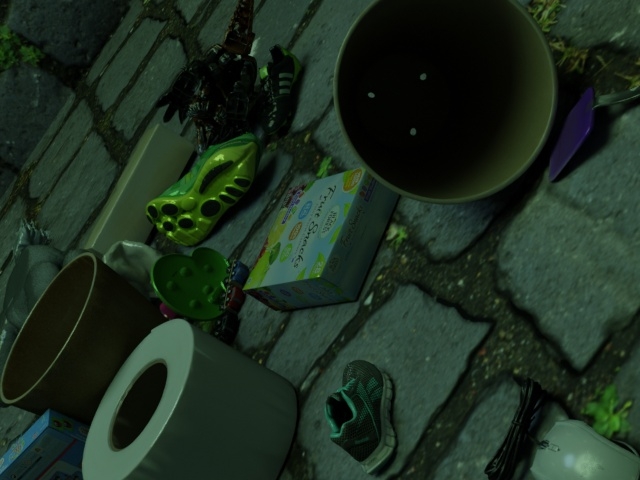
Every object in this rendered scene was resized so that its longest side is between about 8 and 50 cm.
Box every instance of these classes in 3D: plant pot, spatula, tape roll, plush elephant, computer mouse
[{"bbox_3d":[0.124,-0.177,1.649,0.256,0.256,0.274,-58,8,-1],"label":"plant pot"},{"bbox_3d":[0.341,-0.167,1.441,0.296,0.030,0.084,-37,28,38],"label":"spatula"},{"bbox_3d":[-0.168,0.245,1.741,0.246,0.169,0.246,-44,27,28],"label":"tape roll"},{"bbox_3d":[-0.391,0.122,2.258,0.272,0.255,0.330,-53,30,33],"label":"plush elephant"},{"bbox_3d":[0.216,0.189,1.229,0.106,0.042,0.193,-60,24,-8],"label":"computer mouse"},{"bbox_3d":[-0.281,0.179,1.931,0.237,0.254,0.237,-44,27,30],"label":"plant pot"}]

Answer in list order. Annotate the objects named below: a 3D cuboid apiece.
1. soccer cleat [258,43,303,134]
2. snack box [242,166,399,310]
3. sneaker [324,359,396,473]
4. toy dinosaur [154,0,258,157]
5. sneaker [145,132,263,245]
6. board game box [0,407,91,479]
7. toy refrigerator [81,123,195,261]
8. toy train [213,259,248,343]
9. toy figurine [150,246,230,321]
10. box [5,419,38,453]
[{"bbox_3d":[-0.079,-0.254,2.292,0.060,0.072,0.179,-24,40,37],"label":"soccer cleat"},{"bbox_3d":[0.000,0.000,1.842,0.207,0.070,0.174,-12,49,56],"label":"snack box"},{"bbox_3d":[0.039,0.184,1.534,0.065,0.076,0.166,-47,26,21],"label":"sneaker"},{"bbox_3d":[-0.176,-0.278,2.350,0.218,0.164,0.322,-69,-22,-55],"label":"toy dinosaur"},{"bbox_3d":[-0.187,-0.084,2.291,0.295,0.109,0.123,-31,15,44],"label":"sneaker"},{"bbox_3d":[-0.332,0.330,1.894,0.160,0.211,0.039,-44,31,27],"label":"board game box"},{"bbox_3d":[-0.340,-0.077,2.564,0.269,0.094,0.102,-64,18,-15],"label":"toy refrigerator"},{"bbox_3d":[-0.133,0.088,2.040,0.036,0.027,0.158,-34,33,36],"label":"toy train"},{"bbox_3d":[-0.228,0.108,2.121,0.159,0.130,0.173,-52,1,36],"label":"toy figurine"},{"bbox_3d":[-0.377,0.335,2.058,0.180,0.147,0.077,-37,31,39],"label":"box"}]
